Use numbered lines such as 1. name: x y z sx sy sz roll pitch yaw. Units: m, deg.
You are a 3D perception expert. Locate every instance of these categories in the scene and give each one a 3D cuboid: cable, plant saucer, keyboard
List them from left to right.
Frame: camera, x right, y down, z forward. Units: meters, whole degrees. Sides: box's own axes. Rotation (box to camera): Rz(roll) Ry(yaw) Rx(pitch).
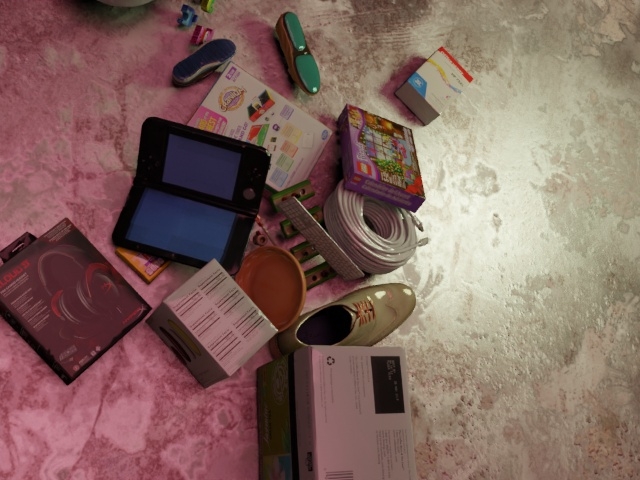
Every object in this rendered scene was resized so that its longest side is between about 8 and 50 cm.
1. plant saucer: -0.110 0.111 1.705 0.037 0.200 0.199 5 67 -56
2. keyboard: 0.000 0.000 1.754 0.256 0.072 0.014 48 58 -18
3. cable: 0.124 -0.040 1.858 0.257 0.089 0.257 53 40 2

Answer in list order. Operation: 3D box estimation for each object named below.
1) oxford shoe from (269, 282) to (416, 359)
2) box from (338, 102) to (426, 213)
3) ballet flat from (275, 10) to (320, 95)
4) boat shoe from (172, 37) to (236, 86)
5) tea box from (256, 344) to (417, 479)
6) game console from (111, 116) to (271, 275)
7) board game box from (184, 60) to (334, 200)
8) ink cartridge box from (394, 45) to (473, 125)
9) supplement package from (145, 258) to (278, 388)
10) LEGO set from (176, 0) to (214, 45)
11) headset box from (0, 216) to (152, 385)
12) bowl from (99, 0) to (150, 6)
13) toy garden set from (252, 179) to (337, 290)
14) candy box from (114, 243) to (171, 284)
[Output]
1. oxford shoe: 0.081 0.190 1.770 0.397 0.146 0.140 -22 83 -28
2. box: 0.151 -0.211 1.913 0.201 0.057 0.293 18 40 -19
3. ballet flat: -0.060 -0.478 1.977 0.080 0.073 0.232 -12 84 -35
4. boat shoe: -0.289 -0.437 1.865 0.183 0.066 0.066 -33 85 -23
5. tea box: 0.022 0.403 1.573 0.220 0.323 0.328 4 71 -23
6. game console: -0.282 -0.097 1.659 0.293 0.250 0.173 15 33 -2
7. board game box: -0.154 -0.258 1.865 0.317 0.064 0.242 34 63 -10
8. ink cartridge box: 0.331 -0.447 2.130 0.134 0.078 0.231 45 61 -4
9. supplement package: -0.235 0.181 1.609 0.203 0.194 0.149 49 61 -1
10. LEGO set: -0.285 -0.595 1.909 0.087 0.093 0.227 22 92 21
11. headset box: -0.529 0.113 1.553 0.293 0.110 0.218 48 62 -2
12. bowl: -0.486 -0.673 1.821 0.298 0.134 0.297 7 71 -21
13. toy garden set: -0.065 0.006 1.786 0.204 0.049 0.244 -26 101 -23
14. candy box: -0.354 -0.007 1.717 0.105 0.027 0.206 42 62 -1
